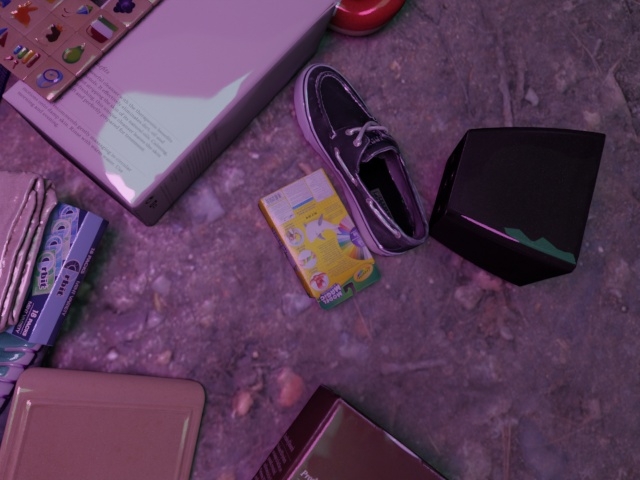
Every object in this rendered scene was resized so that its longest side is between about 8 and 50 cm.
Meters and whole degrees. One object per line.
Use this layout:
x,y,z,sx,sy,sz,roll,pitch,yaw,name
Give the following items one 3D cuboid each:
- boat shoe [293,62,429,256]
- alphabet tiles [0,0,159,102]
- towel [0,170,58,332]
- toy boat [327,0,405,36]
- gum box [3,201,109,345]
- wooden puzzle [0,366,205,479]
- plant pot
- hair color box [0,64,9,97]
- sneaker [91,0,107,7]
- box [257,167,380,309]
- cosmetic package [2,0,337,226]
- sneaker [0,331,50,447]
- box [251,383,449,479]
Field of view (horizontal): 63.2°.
0.061,-0.122,0.726,0.108,0.102,0.301,-22,88,-23,boat shoe
-0.318,-0.292,0.591,0.237,0.009,0.198,38,78,9,alphabet tiles
-0.442,0.002,0.594,0.283,0.049,0.187,7,76,15,towel
0.026,-0.405,0.736,0.231,0.151,0.150,27,79,-7,toy boat
-0.364,0.020,0.618,0.185,0.041,0.156,16,78,20,gum box
-0.265,0.280,0.621,0.221,0.044,0.238,15,76,-32,wooden puzzle
0.256,-0.058,0.732,0.167,0.187,0.188,18,80,3,plant pot
-0.482,-0.307,0.645,0.185,0.110,0.338,14,79,-11,hair color box
-0.241,-0.391,0.729,0.212,0.080,0.094,-39,80,-20,sneaker
0.000,0.000,0.737,0.105,0.043,0.179,-28,87,-14,box
-0.174,-0.220,0.671,0.197,0.155,0.365,42,77,-3,cosmetic package
-0.373,0.169,0.626,0.083,0.098,0.223,7,53,14,sneaker
-0.029,0.392,0.634,0.191,0.143,0.381,39,79,-4,box
